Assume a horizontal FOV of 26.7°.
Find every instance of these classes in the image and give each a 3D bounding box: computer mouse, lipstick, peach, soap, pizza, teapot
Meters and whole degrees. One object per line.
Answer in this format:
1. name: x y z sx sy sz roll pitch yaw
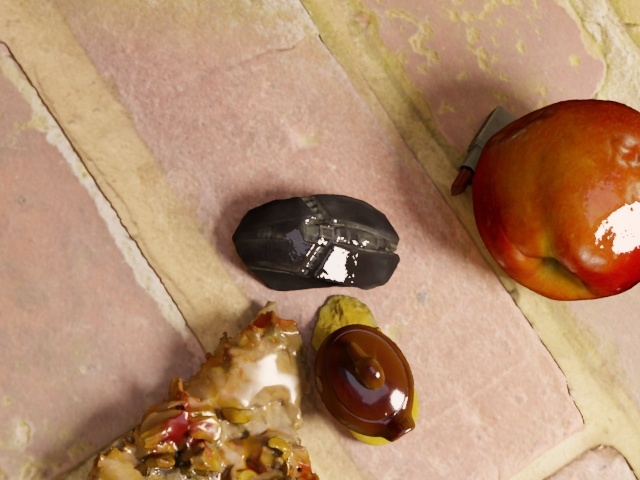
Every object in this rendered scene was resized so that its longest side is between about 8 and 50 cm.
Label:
1. computer mouse: 0.000 0.000 1.462 0.192 0.062 0.105 4 71 -17
2. lipstick: 0.186 -0.099 1.579 0.030 0.030 0.129 36 64 -5
3. peach: 0.286 -0.050 1.505 0.244 0.199 0.243 3 62 -5
4. soap: 0.042 0.137 1.444 0.089 0.033 0.168 -25 80 -25
5. pizza: -0.060 0.221 1.361 0.251 0.074 0.287 44 65 -3
6. teapot: 0.050 0.146 1.383 0.098 0.078 0.129 -27 82 -16
